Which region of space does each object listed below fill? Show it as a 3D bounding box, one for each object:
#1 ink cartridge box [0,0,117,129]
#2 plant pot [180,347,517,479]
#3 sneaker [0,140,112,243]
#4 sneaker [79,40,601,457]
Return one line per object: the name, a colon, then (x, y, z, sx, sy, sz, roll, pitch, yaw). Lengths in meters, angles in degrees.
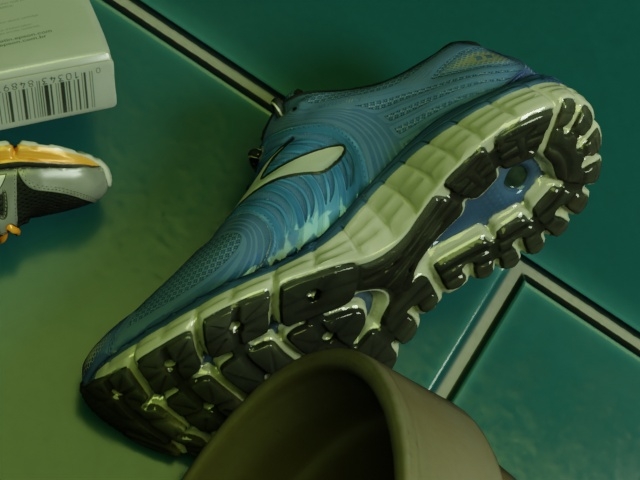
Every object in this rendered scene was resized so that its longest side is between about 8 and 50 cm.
ink cartridge box: (-0.253, -0.138, 0.948, 0.223, 0.045, 0.224, -13, 47, -14)
plant pot: (0.062, 0.253, 0.808, 0.280, 0.323, 0.323, 26, 70, -20)
sneaker: (-0.225, -0.010, 0.927, 0.215, 0.084, 0.083, -11, 90, -11)
sneaker: (0.000, 0.000, 0.950, 0.330, 0.130, 0.147, -34, 43, -5)
